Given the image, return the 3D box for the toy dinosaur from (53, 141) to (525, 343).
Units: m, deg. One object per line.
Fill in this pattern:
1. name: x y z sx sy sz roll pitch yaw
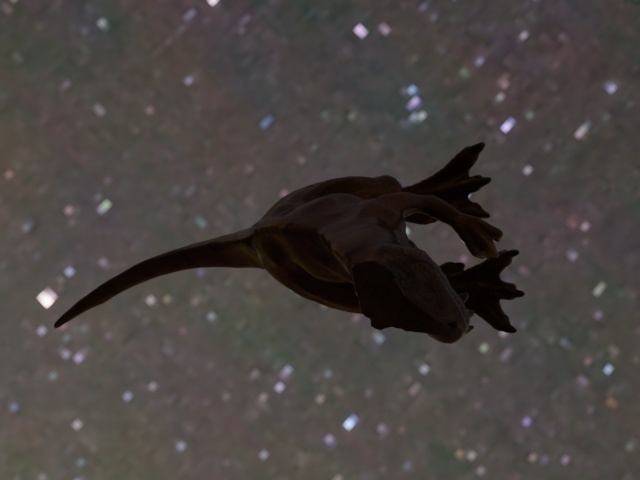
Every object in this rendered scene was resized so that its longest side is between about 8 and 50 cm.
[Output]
1. toy dinosaur: 0.000 0.000 0.645 0.211 0.112 0.064 -3 -92 63
